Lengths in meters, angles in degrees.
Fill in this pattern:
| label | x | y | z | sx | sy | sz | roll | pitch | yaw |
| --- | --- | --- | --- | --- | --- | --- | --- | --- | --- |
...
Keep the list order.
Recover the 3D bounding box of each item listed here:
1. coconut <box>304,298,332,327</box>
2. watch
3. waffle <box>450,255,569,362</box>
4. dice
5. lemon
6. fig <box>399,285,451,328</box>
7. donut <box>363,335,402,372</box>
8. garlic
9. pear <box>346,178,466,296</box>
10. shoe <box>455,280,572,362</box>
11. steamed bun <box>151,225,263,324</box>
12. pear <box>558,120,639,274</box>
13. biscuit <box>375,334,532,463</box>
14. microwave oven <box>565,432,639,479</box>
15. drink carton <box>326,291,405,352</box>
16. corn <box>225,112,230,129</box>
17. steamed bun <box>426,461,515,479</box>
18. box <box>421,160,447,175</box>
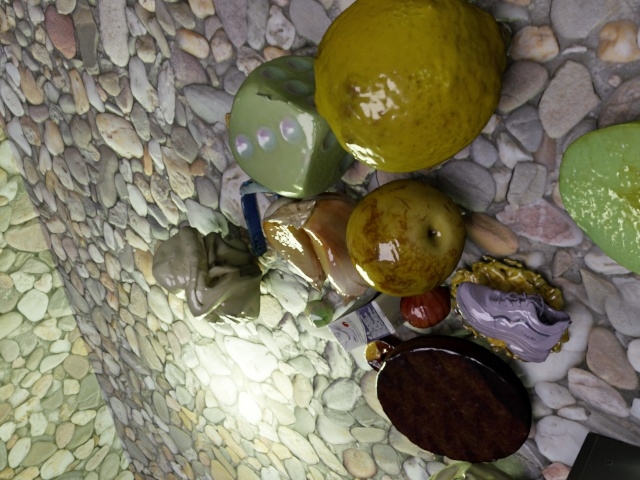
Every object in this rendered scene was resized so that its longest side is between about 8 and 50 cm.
| label | x | y | z | sx | sy | sz | roll | pitch | yaw |
| --- | --- | --- | --- | --- | --- | --- | --- | --- | --- |
| coconut | -0.003 | 0.223 | 1.791 | 0.081 | 0.082 | 0.083 | 24 | 90 | 61 |
| watch | -0.112 | -0.052 | 1.725 | 0.277 | 0.068 | 0.274 | 10 | 120 | 36 |
| waffle | 0.435 | 0.168 | 1.390 | 0.281 | 0.060 | 0.262 | 10 | 118 | 33 |
| dice | -0.051 | -0.268 | 1.410 | 0.252 | 0.254 | 0.249 | 34 | 135 | 19 |
| lemon | 0.173 | -0.309 | 1.139 | 0.388 | 0.349 | 0.349 | -16 | 106 | 12 |
| fig | 0.248 | 0.153 | 1.489 | 0.150 | 0.128 | 0.128 | 34 | 136 | -7 |
| donut | 0.193 | 0.331 | 1.698 | 0.141 | 0.059 | 0.140 | 21 | 127 | 31 |
| garlic | 0.000 | 0.000 | 1.546 | 0.286 | 0.249 | 0.313 | -26 | 124 | 19 |
| pear | 0.188 | -0.007 | 1.348 | 0.281 | 0.281 | 0.280 | 21 | 127 | 31 |
| shoe | 0.418 | 0.154 | 1.299 | 0.245 | 0.095 | 0.137 | 36 | 128 | 8 |
| steamed bun | -0.322 | 0.096 | 1.844 | 0.247 | 0.339 | 0.352 | -45 | 68 | 10 |
| pear | 0.560 | -0.097 | 1.081 | 0.239 | 0.139 | 0.287 | 18 | 131 | 51 |
| biscuit | 0.346 | 0.414 | 1.564 | 0.408 | 0.091 | 0.407 | 13 | 125 | 20 |
| microwave oven | 0.732 | 0.716 | 1.340 | 0.375 | 0.236 | 0.431 | 8 | 120 | 36 |
| drink carton | 0.139 | 0.207 | 1.616 | 0.222 | 0.134 | 0.101 | -34 | 92 | 47 |
| corn | -0.248 | -0.321 | 1.703 | 0.037 | 0.037 | 0.092 | 4 | 118 | 39 |
| steamed bun | 0.404 | 0.770 | 1.653 | 0.347 | 0.237 | 0.393 | 17 | 106 | -4 |
| box | 0.257 | -0.190 | 1.356 | 0.083 | 0.024 | 0.053 | -33 | 91 | 48 |
